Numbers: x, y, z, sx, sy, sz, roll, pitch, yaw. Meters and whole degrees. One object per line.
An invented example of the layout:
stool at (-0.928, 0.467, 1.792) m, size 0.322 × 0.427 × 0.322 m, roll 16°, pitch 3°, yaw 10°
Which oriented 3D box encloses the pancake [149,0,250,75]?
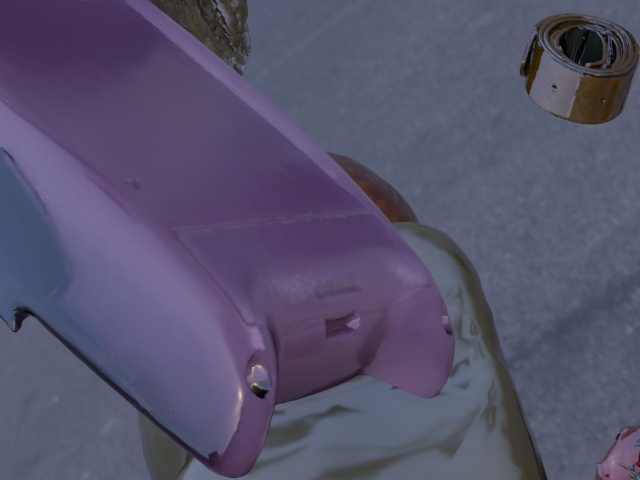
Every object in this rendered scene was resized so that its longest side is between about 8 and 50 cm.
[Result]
pancake at (-0.189, -0.271, 1.189) m, size 0.082 × 0.387 × 0.387 m, roll -27°, pitch 30°, yaw 25°

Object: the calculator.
calculator at (-0.081, -0.050, 0.475) m, size 0.043 × 0.294 × 0.194 m, roll -53°, pitch -20°, yaw 22°

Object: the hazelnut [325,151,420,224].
hazelnut at (0.000, 0.000, 1.434) m, size 0.176 × 0.214 × 0.214 m, roll -56°, pitch 10°, yaw 48°

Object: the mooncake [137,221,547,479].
mooncake at (0.024, 0.227, 0.965) m, size 0.262 × 0.467 × 0.467 m, roll -11°, pitch 29°, yaw -1°

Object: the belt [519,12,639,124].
belt at (0.135, -0.090, 0.744) m, size 0.083 × 0.059 × 0.036 m, roll -64°, pitch -12°, yaw -59°

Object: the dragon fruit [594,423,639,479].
dragon fruit at (0.424, 0.261, 1.669) m, size 0.246 × 0.125 × 0.125 m, roll -44°, pitch 14°, yaw 44°
